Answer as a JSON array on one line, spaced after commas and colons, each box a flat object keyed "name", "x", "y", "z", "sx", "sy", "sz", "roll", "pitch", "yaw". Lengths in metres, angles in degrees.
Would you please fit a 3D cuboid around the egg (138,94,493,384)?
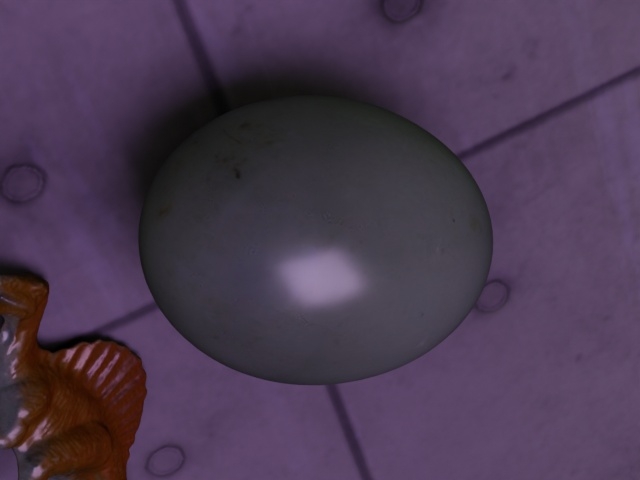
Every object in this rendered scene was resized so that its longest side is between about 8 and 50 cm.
[{"name": "egg", "x": 0.000, "y": 0.000, "z": 0.880, "sx": 0.192, "sy": 0.149, "sz": 0.149, "roll": 3, "pitch": 121, "yaw": -25}]

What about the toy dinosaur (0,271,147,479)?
[{"name": "toy dinosaur", "x": -0.141, "y": 0.106, "z": 0.964, "sx": 0.212, "sy": 0.057, "sz": 0.142, "roll": 29, "pitch": 88, "yaw": -48}]
